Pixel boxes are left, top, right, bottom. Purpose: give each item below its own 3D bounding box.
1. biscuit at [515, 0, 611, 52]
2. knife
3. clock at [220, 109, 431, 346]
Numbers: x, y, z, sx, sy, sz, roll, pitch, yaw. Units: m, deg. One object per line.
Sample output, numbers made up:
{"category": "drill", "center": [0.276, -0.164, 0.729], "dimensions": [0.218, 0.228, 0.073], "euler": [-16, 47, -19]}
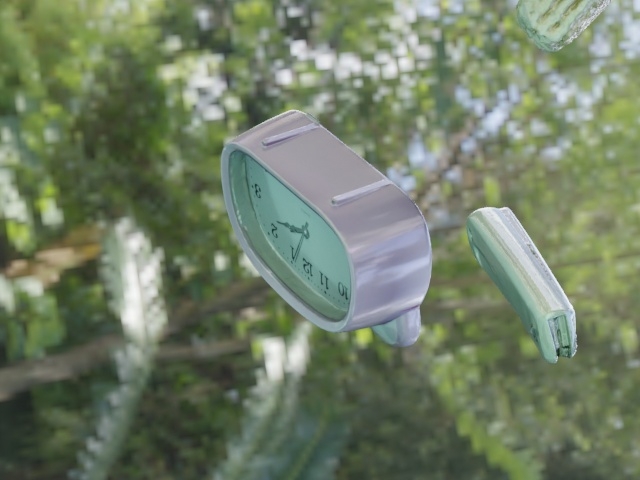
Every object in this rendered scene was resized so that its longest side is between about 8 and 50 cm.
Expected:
{"category": "biscuit", "center": [0.260, -0.263, 1.639], "dimensions": [0.062, 0.239, 0.108], "euler": [43, 5, 4]}
{"category": "knife", "center": [0.177, 0.038, 1.677], "dimensions": [0.265, 0.040, 0.073], "euler": [-115, -165, -69]}
{"category": "clock", "center": [0.000, 0.000, 1.108], "dimensions": [0.152, 0.050, 0.110], "euler": [41, -37, 44]}
